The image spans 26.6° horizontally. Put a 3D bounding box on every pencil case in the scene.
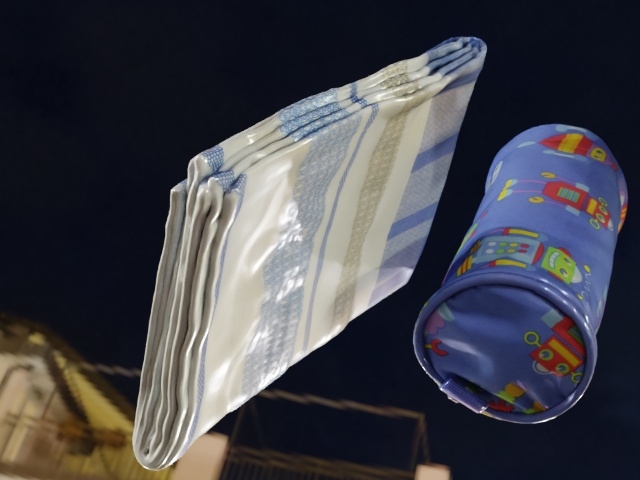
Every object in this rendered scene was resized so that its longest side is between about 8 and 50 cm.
[{"bbox_3d":[0.155,0.019,1.003,0.119,0.306,0.133,32,-61,2],"label":"pencil case"}]

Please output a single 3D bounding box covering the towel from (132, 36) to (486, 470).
[{"bbox_3d":[0.000,0.000,0.802,0.034,0.285,0.209,30,-54,23],"label":"towel"}]
